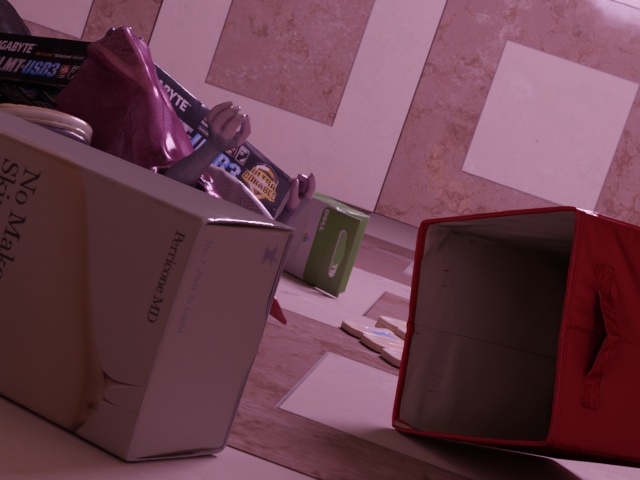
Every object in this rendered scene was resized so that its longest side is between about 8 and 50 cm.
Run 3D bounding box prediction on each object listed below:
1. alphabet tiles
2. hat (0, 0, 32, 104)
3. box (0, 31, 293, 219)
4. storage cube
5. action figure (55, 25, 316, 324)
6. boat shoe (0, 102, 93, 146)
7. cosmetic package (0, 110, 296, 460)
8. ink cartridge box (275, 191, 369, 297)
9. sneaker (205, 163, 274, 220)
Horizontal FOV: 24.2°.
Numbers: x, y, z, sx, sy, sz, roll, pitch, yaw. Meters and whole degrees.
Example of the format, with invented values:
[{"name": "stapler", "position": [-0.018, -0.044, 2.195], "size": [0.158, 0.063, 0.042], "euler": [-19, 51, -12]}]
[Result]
[{"name": "alphabet tiles", "position": [0.171, 0.139, 1.657], "size": [0.278, 0.021, 0.284], "euler": [17, 5, -24]}, {"name": "hat", "position": [-0.452, -0.179, 1.939], "size": [0.134, 0.331, 0.331], "euler": [-21, -3, 12]}, {"name": "box", "position": [-0.224, -0.138, 1.800], "size": [0.293, 0.073, 0.295], "euler": [12, -19, 47]}, {"name": "storage cube", "position": [0.200, 0.086, 1.220], "size": [0.193, 0.183, 0.215], "euler": [15, -11, -35]}, {"name": "action figure", "position": [-0.159, -0.034, 1.446], "size": [0.370, 0.276, 0.248], "euler": [56, 5, 37]}, {"name": "boat shoe", "position": [-0.344, -0.072, 1.353], "size": [0.285, 0.092, 0.103], "euler": [1, -15, -31]}, {"name": "cosmetic package", "position": [-0.188, 0.012, 0.985], "size": [0.309, 0.160, 0.113], "euler": [21, 7, 30]}, {"name": "ink cartridge box", "position": [0.000, 0.000, 1.980], "size": [0.062, 0.109, 0.209], "euler": [14, 8, -38]}, {"name": "sneaker", "position": [-0.178, -0.041, 1.725], "size": [0.321, 0.124, 0.180], "euler": [29, -3, 6]}]
